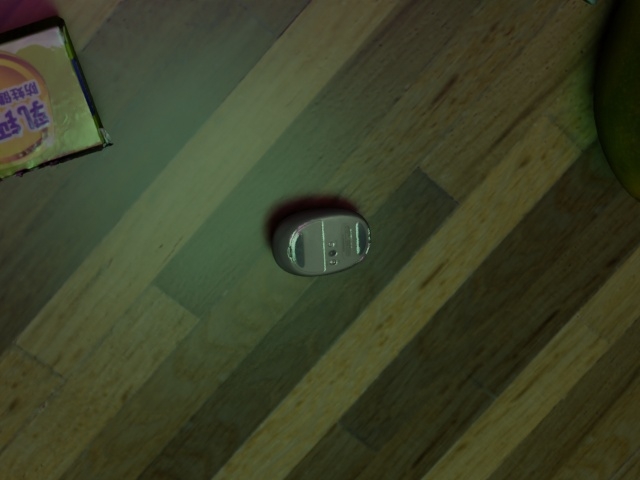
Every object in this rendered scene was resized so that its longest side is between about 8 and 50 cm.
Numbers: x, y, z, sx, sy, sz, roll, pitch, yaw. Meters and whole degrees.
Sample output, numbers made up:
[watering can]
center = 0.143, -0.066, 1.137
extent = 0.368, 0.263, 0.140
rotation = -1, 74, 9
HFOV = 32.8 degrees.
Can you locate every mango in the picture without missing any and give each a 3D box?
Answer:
[mango]
center = 0.337, -0.173, 1.016
extent = 0.146, 0.129, 0.289
rotation = 9, 102, -7

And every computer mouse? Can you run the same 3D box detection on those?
[computer mouse]
center = -0.001, -0.001, 1.037
extent = 0.096, 0.039, 0.066
rotation = -10, 111, -19

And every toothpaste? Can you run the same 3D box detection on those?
[toothpaste]
center = -0.348, -0.082, 0.899
extent = 0.327, 0.077, 0.110
rotation = -20, 110, -7

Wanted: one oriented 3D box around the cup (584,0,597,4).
[cup]
center = 0.189, -0.399, 0.816
extent = 0.322, 0.237, 0.327
rotation = 27, 109, -29
